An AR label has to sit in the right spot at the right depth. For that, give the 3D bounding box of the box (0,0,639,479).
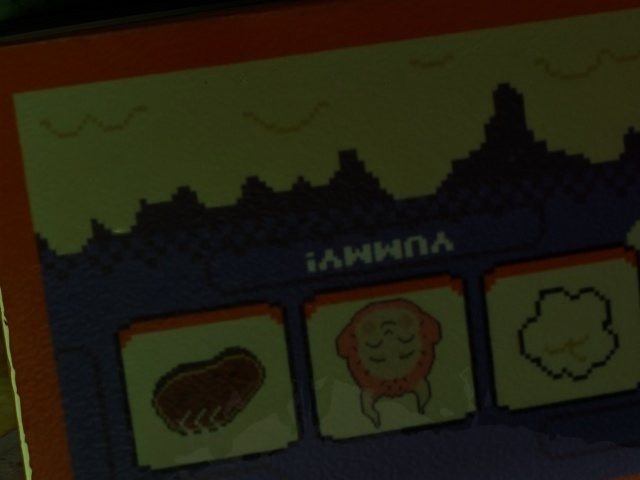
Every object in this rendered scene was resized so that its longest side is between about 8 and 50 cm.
[{"bbox_3d":[0.000,0.000,0.849,0.318,0.257,0.348,-10,-170,-9],"label":"box"}]

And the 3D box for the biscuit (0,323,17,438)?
[{"bbox_3d":[-0.280,0.086,1.141,0.213,0.091,0.274,-12,154,-1],"label":"biscuit"}]
